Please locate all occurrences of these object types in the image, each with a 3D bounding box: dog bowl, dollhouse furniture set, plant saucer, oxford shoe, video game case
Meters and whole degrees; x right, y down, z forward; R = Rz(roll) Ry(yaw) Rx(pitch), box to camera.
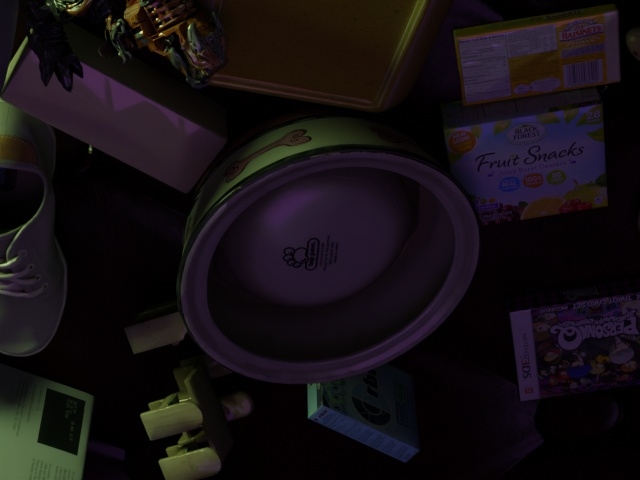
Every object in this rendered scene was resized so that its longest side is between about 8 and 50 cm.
[{"bbox_3d":[0.000,0.000,1.615,0.408,0.150,0.408,-9,132,-10],"label":"dog bowl"},{"bbox_3d":[-0.163,0.203,1.792,0.161,0.212,0.242,-17,102,14],"label":"dollhouse furniture set"},{"bbox_3d":[-0.010,-0.264,1.408,0.333,0.081,0.333,8,148,-9],"label":"plant saucer"},{"bbox_3d":[-0.427,0.010,1.624,0.169,0.130,0.449,4,132,-9],"label":"oxford shoe"},{"bbox_3d":[0.413,0.154,1.869,0.232,0.042,0.210,-9,131,6],"label":"video game case"}]

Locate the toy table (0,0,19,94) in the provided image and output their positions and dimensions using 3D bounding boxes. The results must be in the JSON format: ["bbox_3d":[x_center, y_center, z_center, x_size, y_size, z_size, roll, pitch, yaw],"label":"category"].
[{"bbox_3d":[-0.464,-0.225,1.388,0.161,0.274,0.252,12,155,3],"label":"toy table"}]

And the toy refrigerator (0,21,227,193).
[{"bbox_3d":[-0.259,-0.177,1.540,0.269,0.094,0.102,27,120,-24],"label":"toy refrigerator"}]

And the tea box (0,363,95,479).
[{"bbox_3d":[-0.528,0.422,1.885,0.220,0.329,0.323,22,126,-20],"label":"tea box"}]

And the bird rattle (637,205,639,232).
[{"bbox_3d":[0.536,-0.032,1.665,0.253,0.143,0.207,36,137,-24],"label":"bird rattle"}]

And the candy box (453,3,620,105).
[{"bbox_3d":[0.278,-0.236,1.542,0.206,0.027,0.105,-8,124,6],"label":"candy box"}]

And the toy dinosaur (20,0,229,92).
[{"bbox_3d":[-0.235,-0.300,1.379,0.164,0.322,0.218,-14,161,-38],"label":"toy dinosaur"}]

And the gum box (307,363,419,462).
[{"bbox_3d":[0.065,0.241,1.859,0.184,0.157,0.041,28,125,-23],"label":"gum box"}]

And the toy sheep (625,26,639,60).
[{"bbox_3d":[0.448,-0.241,1.507,0.132,0.091,0.091,14,131,11],"label":"toy sheep"}]

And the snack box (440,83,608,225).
[{"bbox_3d":[0.274,-0.114,1.619,0.207,0.070,0.174,-9,129,5],"label":"snack box"}]
